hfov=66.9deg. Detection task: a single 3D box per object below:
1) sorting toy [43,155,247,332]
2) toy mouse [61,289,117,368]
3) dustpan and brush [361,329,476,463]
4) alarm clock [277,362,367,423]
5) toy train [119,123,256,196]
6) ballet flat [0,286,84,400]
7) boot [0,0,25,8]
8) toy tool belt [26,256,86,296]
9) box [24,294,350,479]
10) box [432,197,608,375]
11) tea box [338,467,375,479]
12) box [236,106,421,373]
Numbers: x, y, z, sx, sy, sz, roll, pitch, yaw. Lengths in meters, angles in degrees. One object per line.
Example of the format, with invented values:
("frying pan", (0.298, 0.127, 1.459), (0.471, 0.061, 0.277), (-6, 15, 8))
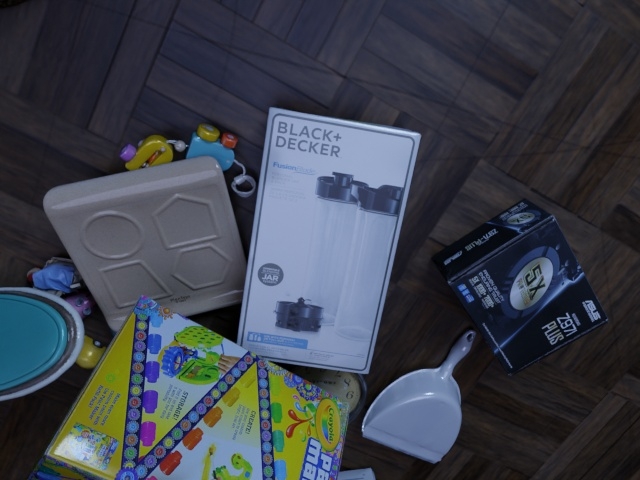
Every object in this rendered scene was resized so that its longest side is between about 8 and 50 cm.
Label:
("sorting toy", (-0.195, 0.008, 0.589), (0.193, 0.038, 0.208), (-13, 125, -7))
("toy mouse", (-0.299, 0.112, 0.651), (0.161, 0.031, 0.143), (39, 104, -16))
("dustpan and brush", (0.169, 0.222, 0.714), (0.147, 0.060, 0.211), (26, 115, -14))
("alarm clock", (-0.005, 0.222, 0.693), (0.129, 0.064, 0.192), (7, 108, -6))
("toy train", (-0.168, -0.077, 0.580), (0.166, 0.046, 0.125), (-19, 131, -3))
("ballet flat", (-0.459, 0.151, 0.613), (0.400, 0.139, 0.139), (-14, 111, 5))
("boot", (-0.360, -0.274, 0.485), (0.158, 0.059, 0.085), (-11, 107, 2))
("toy tool belt", (-0.338, 0.049, 0.613), (0.083, 0.051, 0.052), (-3, 111, -2))
("box", (-0.169, 0.259, 0.579), (0.279, 0.177, 0.290), (32, 133, -15))
("box", (0.260, 0.064, 0.639), (0.147, 0.077, 0.180), (-33, 109, 9))
("tea box", (0.012, 0.585, 0.694), (0.220, 0.329, 0.323), (-7, 113, -1))
("box", (0.000, 0.000, 0.575), (0.169, 0.087, 0.290), (10, 104, -4))
